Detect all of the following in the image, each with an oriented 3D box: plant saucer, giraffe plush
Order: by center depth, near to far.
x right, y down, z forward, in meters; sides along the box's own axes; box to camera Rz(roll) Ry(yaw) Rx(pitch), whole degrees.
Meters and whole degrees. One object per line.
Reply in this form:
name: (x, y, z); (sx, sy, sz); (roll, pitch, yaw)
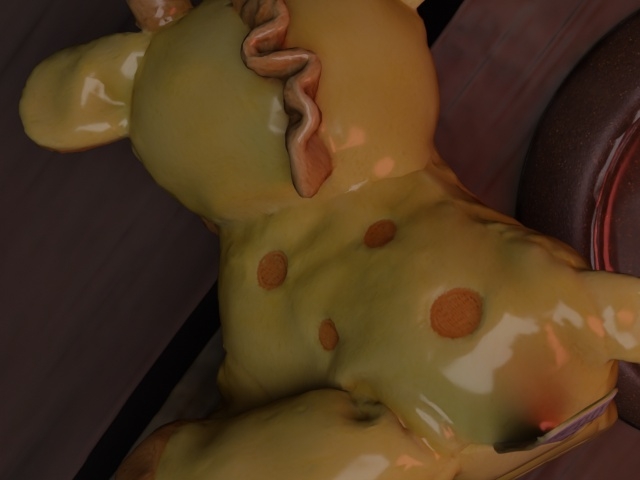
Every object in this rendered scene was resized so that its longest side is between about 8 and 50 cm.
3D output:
giraffe plush: (0.000, 0.000, 0.450); (0.181, 0.210, 0.170); (-21, 76, -27)
plant saucer: (0.151, -0.004, 0.511); (0.168, 0.029, 0.168); (0, 102, -1)
